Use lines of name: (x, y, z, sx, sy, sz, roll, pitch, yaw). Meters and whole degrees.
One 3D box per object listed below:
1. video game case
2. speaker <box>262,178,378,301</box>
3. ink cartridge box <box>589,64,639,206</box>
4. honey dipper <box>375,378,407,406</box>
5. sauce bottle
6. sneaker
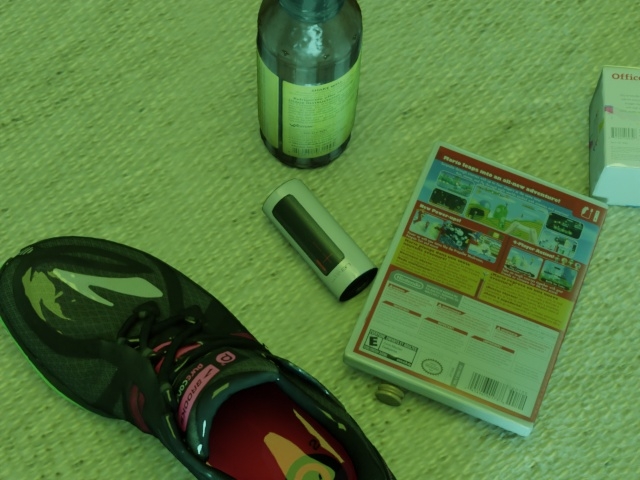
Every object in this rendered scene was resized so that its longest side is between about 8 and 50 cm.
video game case: (0.167, 0.043, 1.464, 0.204, 0.025, 0.285, 22, 62, 6)
speaker: (0.000, 0.000, 1.485, 0.055, 0.055, 0.136, -35, 72, -15)
ink cartridge box: (0.346, -0.120, 1.522, 0.092, 0.090, 0.143, 5, 65, 1)
honey dipper: (0.097, 0.096, 1.457, 0.030, 0.030, 0.161, 19, 66, 8)
sauce bottle: (-0.010, -0.195, 1.413, 0.111, 0.344, 0.111, 1, 66, -3)
sneaker: (-0.111, 0.132, 1.344, 0.482, 0.202, 0.185, 33, 69, 13)
